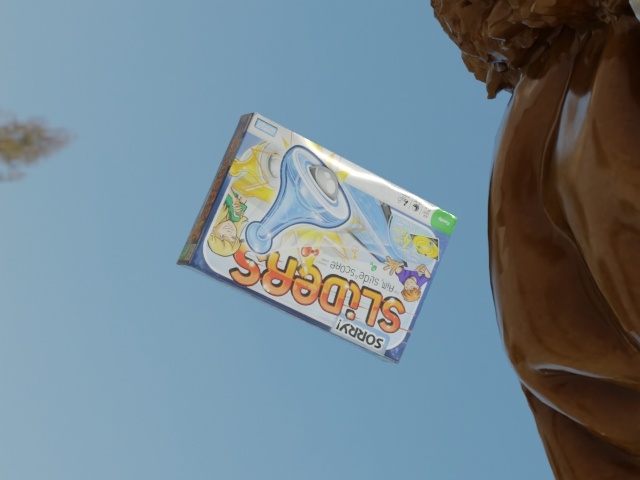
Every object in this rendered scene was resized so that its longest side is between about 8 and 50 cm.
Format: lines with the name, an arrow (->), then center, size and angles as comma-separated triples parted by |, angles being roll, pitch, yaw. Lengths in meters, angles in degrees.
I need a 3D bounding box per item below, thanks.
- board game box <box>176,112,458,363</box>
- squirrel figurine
board game box -> 0.000, 0.000, 1.177 | 0.136, 0.201, 0.035 | -68, -160, -9
squirrel figurine -> 0.161, -0.079, 0.531 | 0.397, 0.281, 0.370 | 63, 2, 17
